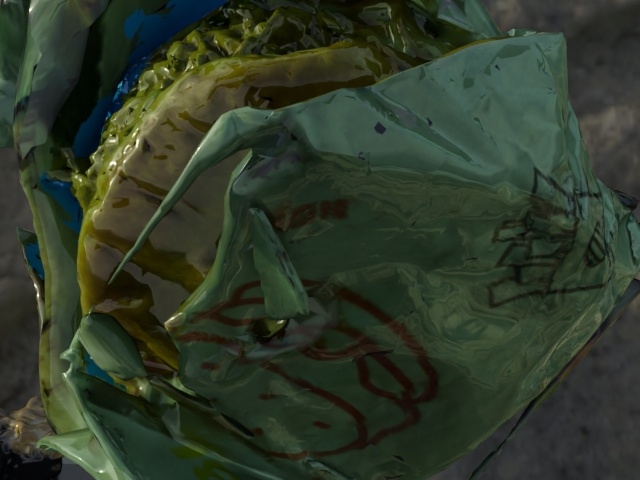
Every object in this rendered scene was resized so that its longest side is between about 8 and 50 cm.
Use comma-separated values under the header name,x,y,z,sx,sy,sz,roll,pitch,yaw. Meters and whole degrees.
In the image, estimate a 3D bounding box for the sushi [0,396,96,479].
name,x,y,z,sx,sy,sz,roll,pitch,yaw
sushi,-0.244,0.136,0.999,0.215,0.051,0.192,5,21,-7

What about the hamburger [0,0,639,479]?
name,x,y,z,sx,sy,sz,roll,pitch,yaw
hamburger,-0.006,0.000,0.562,0.260,0.276,0.150,-27,23,8
